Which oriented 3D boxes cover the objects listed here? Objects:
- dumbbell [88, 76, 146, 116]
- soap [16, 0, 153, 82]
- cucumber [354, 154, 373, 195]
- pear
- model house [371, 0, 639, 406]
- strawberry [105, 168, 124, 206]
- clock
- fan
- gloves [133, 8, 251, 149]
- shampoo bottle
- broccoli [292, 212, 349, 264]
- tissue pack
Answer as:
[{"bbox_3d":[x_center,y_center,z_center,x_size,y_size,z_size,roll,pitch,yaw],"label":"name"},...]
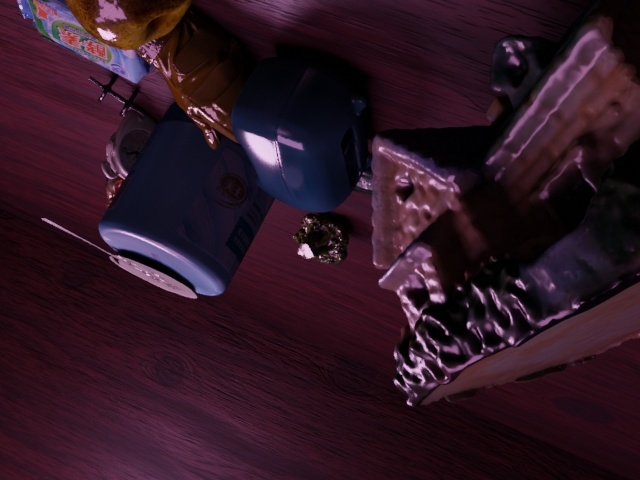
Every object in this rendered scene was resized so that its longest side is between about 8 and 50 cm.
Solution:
[{"bbox_3d":[-0.474,-0.336,1.454,0.147,0.069,0.069,34,158,-22],"label":"dumbbell"},{"bbox_3d":[-0.450,-0.420,1.209,0.293,0.077,0.156,27,160,-3],"label":"soap"},{"bbox_3d":[0.097,-0.131,1.320,0.115,0.062,0.116,21,158,22],"label":"cucumber"},{"bbox_3d":[-0.296,-0.398,0.936,0.197,0.197,0.197,22,160,9],"label":"pear"},{"bbox_3d":[0.273,-0.069,0.774,0.394,0.400,0.445,-5,152,-25],"label":"model house"},{"bbox_3d":[-0.470,-0.134,1.866,0.336,0.149,0.265,18,154,-12],"label":"strawberry"},{"bbox_3d":[-0.465,-0.218,1.557,0.062,0.191,0.151,5,151,42],"label":"clock"},{"bbox_3d":[-0.465,0.046,1.479,0.414,0.012,0.233,36,157,-34],"label":"fan"},{"bbox_3d":[-0.200,-0.290,1.144,0.331,0.154,0.141,44,155,-26],"label":"gloves"},{"bbox_3d":[-0.298,-0.090,1.466,0.331,0.343,0.331,22,159,9],"label":"shampoo bottle"},{"bbox_3d":[0.000,0.000,1.655,0.162,0.138,0.146,23,126,33],"label":"broccoli"},{"bbox_3d":[-0.020,-0.180,1.129,0.206,0.198,0.287,19,157,20],"label":"tissue pack"}]
